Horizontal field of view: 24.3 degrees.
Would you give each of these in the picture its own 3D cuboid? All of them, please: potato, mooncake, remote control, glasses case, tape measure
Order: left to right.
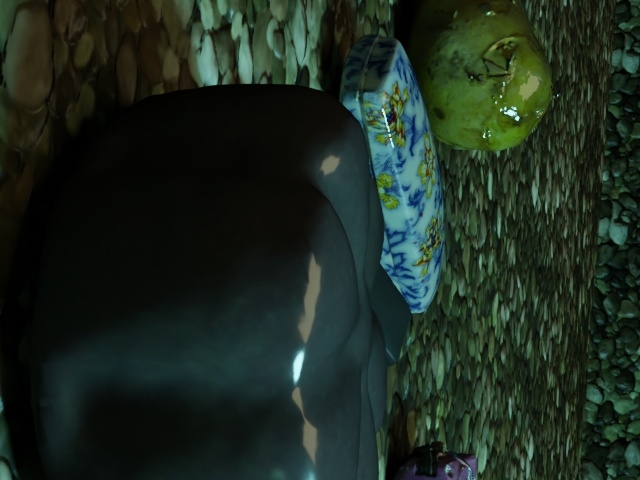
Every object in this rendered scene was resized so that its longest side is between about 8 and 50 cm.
[{"bbox_3d":[-0.041,0.046,0.706,0.245,0.133,0.245,-1,90,-81],"label":"mooncake"},{"bbox_3d":[0.000,0.000,0.945,0.245,0.025,0.063,54,44,-47],"label":"remote control"},{"bbox_3d":[0.057,-0.044,1.133,0.248,0.065,0.087,77,21,-45],"label":"glasses case"},{"bbox_3d":[0.101,0.240,1.308,0.118,0.074,0.125,9,81,-73],"label":"tape measure"},{"bbox_3d":[0.130,-0.157,1.284,0.176,0.137,0.137,-103,179,-45],"label":"potato"}]
